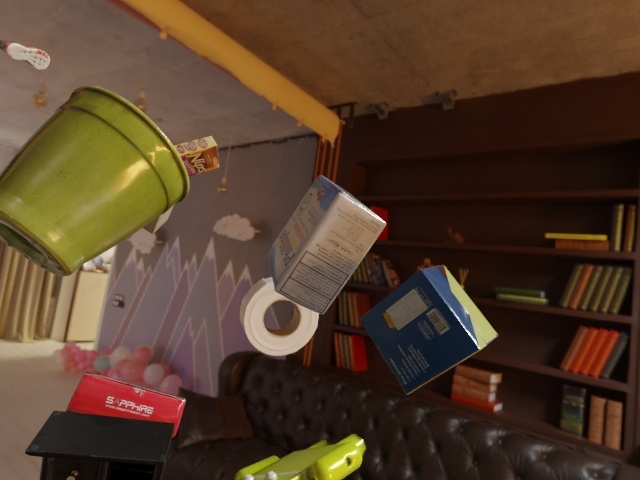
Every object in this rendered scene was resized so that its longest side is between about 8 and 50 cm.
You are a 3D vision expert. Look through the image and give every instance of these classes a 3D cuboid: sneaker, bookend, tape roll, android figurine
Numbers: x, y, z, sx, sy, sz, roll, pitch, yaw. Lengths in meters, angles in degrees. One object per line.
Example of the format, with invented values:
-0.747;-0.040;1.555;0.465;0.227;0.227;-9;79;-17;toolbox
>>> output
-0.913;-0.582;1.263;0.065;0.061;0.158;32;8;4;sneaker
-0.288;0.318;0.534;0.157;0.156;0.072;13;12;-12;bookend
-0.155;0.278;1.531;0.286;0.286;0.100;9;2;-19;tape roll
-0.050;0.398;0.692;0.273;0.056;0.248;0;-25;-46;android figurine

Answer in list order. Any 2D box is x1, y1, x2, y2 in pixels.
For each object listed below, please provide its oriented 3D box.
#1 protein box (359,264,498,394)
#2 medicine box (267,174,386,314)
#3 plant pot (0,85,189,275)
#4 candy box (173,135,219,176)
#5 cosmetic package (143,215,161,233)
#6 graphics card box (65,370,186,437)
0.239;0.196;0.925;0.136;0.199;0.201;-2;-37;-52;protein box
0.000;0.000;1.095;0.149;0.289;0.263;31;9;-19;medicine box
-0.579;-0.114;0.992;0.367;0.353;0.366;21;-34;15;plant pot
-0.428;-0.262;1.327;0.187;0.053;0.109;-24;-25;-22;candy box
-0.641;-0.179;1.564;0.160;0.113;0.309;36;-44;-8;cosmetic package
-0.504;0.460;0.998;0.233;0.094;0.371;25;-48;-20;graphics card box
